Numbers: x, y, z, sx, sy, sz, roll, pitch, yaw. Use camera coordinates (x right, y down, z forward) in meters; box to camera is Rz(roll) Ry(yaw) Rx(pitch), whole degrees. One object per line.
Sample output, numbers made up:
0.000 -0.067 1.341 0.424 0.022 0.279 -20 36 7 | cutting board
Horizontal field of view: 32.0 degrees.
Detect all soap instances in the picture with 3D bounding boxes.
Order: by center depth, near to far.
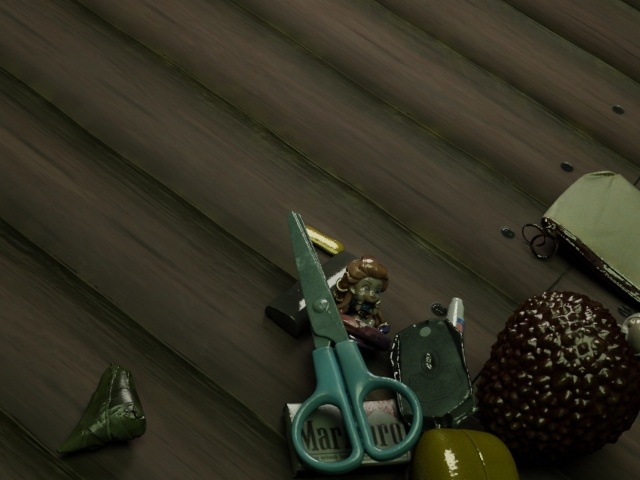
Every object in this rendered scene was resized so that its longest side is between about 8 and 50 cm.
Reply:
0.000 0.000 1.929 0.089 0.012 0.034 29 49 9 | soap

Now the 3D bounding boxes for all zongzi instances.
-0.329 0.229 1.609 0.130 0.062 0.154 -16 49 -13 | zongzi

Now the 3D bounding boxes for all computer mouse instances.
0.179 0.216 1.738 0.126 0.071 0.231 -19 43 9 | computer mouse

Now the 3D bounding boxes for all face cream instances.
0.221 0.148 1.852 0.034 0.034 0.130 15 47 -3 | face cream

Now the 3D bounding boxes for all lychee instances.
0.356 0.219 1.705 0.271 0.271 0.271 8 48 -10 | lychee

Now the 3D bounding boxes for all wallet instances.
0.566 0.005 2.064 0.335 0.068 0.275 38 54 8 | wallet

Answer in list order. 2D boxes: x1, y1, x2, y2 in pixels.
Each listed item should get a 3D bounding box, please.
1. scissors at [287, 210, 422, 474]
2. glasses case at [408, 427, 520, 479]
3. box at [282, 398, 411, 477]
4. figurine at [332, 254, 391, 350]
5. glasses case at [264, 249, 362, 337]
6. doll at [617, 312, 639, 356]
0.012 0.136 1.695 0.193 0.029 0.447 -17 59 -1 | scissors
0.198 0.419 1.513 0.141 0.173 0.371 7 49 -15 | glasses case
0.038 0.293 1.670 0.178 0.036 0.115 -1 50 -16 | box
0.057 0.103 1.782 0.126 0.114 0.157 11 64 -29 | figurine
-0.002 0.084 1.840 0.072 0.042 0.191 35 49 24 | glasses case
0.553 0.160 1.925 0.127 0.073 0.084 9 15 -14 | doll
